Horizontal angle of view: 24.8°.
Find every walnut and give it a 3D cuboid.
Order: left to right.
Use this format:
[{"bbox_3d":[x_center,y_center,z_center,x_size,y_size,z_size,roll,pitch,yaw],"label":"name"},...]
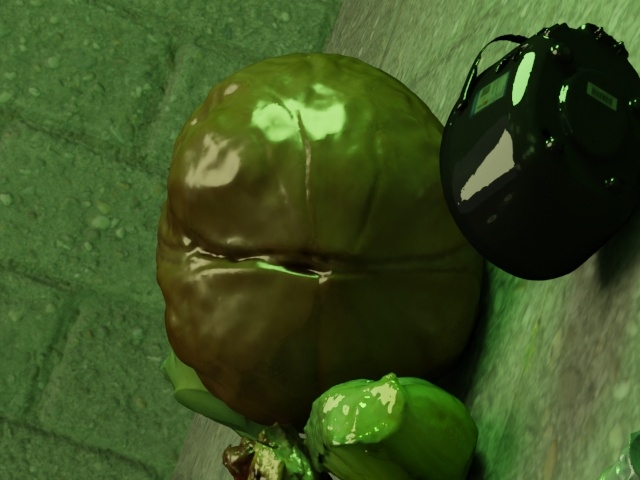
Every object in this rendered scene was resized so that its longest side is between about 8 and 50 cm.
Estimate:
[{"bbox_3d":[0.000,0.000,1.387,0.398,0.308,0.354,-112,32,-76],"label":"walnut"}]

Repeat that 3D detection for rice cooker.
[{"bbox_3d":[0.164,-0.069,1.052,0.118,0.142,0.203,-41,27,48],"label":"rice cooker"}]

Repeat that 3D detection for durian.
[{"bbox_3d":[0.057,0.159,1.175,0.250,0.139,0.101,65,-131,-77],"label":"durian"}]

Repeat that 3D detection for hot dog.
[{"bbox_3d":[-0.016,0.260,1.233,0.103,0.213,0.146,-32,-3,8],"label":"hot dog"}]

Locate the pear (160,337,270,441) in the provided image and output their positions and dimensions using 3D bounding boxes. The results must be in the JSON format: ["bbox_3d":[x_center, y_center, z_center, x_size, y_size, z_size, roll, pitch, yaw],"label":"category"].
[{"bbox_3d":[-0.047,0.097,1.751,0.286,0.176,0.282,-49,-8,-23],"label":"pear"}]

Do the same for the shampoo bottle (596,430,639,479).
[{"bbox_3d":[0.146,0.191,0.829,0.072,0.049,0.212,-73,8,-53],"label":"shampoo bottle"}]
